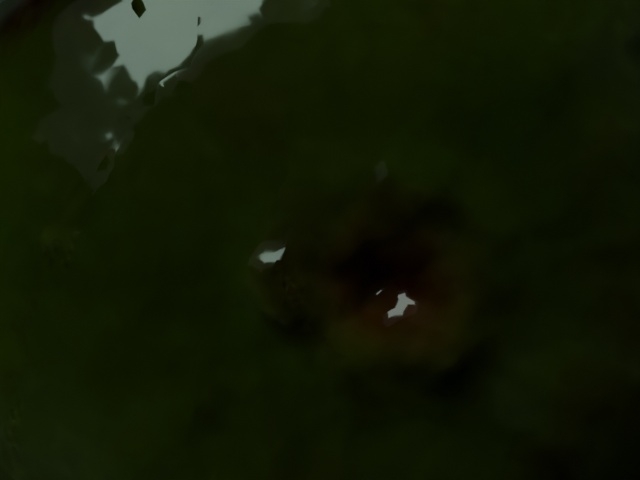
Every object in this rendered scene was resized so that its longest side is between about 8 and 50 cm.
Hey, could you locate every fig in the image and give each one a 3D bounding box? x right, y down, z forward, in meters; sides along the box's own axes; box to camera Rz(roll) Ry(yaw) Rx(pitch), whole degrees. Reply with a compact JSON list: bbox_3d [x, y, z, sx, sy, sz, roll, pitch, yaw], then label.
[{"bbox_3d":[0.000,0.000,0.680,0.316,0.316,0.316,-26,34,19],"label":"fig"}]
